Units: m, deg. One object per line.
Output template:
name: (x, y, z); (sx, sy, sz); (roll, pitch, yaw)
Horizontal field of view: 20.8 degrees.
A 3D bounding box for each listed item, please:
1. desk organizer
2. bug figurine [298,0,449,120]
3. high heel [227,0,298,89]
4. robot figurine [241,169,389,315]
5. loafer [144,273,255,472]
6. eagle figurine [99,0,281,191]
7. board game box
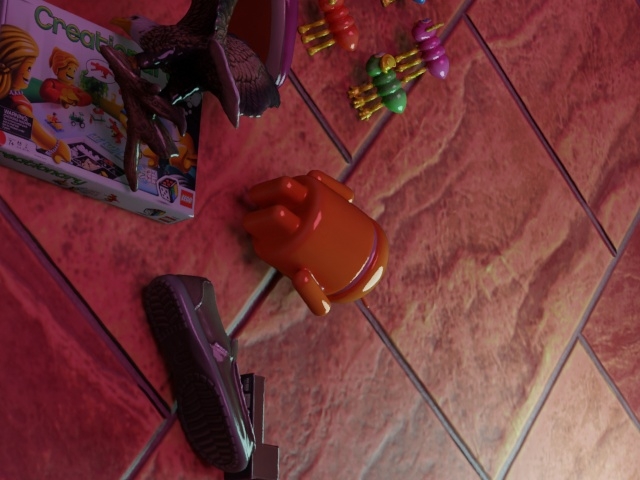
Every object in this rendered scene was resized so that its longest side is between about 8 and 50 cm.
desk organizer: (-0.082, 0.232, 2.135); (0.050, 0.047, 0.130); (17, 68, -46)
bug figurine: (0.096, -0.299, 2.444); (0.279, 0.072, 0.216); (-40, 109, -45)
high heel: (-0.048, -0.375, 2.281); (0.181, 0.127, 0.377); (1, 83, -53)
robot figurine: (-0.001, 0.002, 2.223); (0.219, 0.128, 0.158); (34, 17, -36)
loafer: (-0.125, 0.152, 2.075); (0.087, 0.094, 0.251); (-21, 95, -43)
eagle figurine: (-0.137, -0.234, 2.023); (0.225, 0.226, 0.298); (46, 50, 0)
board game box: (-0.268, -0.152, 2.032); (0.305, 0.053, 0.193); (20, 64, -42)
